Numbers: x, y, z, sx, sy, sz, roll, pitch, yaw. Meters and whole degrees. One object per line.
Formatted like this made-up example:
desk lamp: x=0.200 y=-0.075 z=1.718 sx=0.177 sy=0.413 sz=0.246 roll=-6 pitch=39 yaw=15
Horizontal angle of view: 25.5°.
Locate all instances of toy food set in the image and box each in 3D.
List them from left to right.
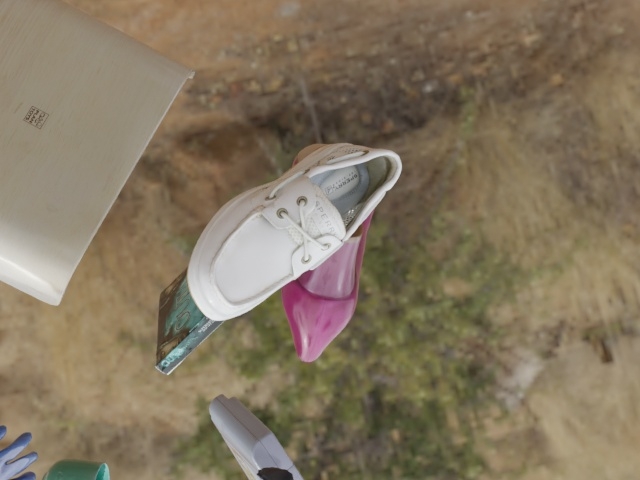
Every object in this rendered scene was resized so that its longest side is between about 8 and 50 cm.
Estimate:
toy food set: x=-0.295 y=-0.110 z=1.467 sx=0.219 sy=0.306 sz=0.092 roll=28 pitch=159 yaw=-2

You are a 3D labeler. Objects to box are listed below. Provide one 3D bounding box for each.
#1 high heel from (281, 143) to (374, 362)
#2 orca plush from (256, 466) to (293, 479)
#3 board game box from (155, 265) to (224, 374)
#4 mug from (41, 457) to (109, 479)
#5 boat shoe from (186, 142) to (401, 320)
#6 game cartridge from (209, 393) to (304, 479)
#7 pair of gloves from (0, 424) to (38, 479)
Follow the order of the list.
high heel: x=0.000 y=0.000 z=1.843 sx=0.127 sy=0.181 sz=0.377 roll=17 pitch=-157 yaw=0
orca plush: x=-0.096 y=0.420 z=1.987 sx=0.287 sy=0.151 sz=0.102 roll=-19 pitch=143 yaw=-19
board game box: x=-0.175 y=0.088 z=1.927 sx=0.026 sy=0.186 sz=0.126 roll=39 pitch=109 yaw=-22
mug: x=-0.418 y=0.425 z=2.359 sx=0.097 sy=0.129 sz=0.158 roll=6 pitch=154 yaw=6
boat shoe: x=-0.019 y=-0.021 z=1.398 sx=0.096 sy=0.098 sz=0.277 roll=-9 pitch=-152 yaw=47
game cartridge: x=-0.063 y=0.389 z=2.222 sx=0.062 sy=0.297 sz=0.198 roll=-33 pitch=-151 yaw=-10
pair of gloves: x=-0.336 y=0.293 z=1.430 sx=0.023 sy=0.198 sz=0.159 roll=6 pitch=-160 yaw=35
